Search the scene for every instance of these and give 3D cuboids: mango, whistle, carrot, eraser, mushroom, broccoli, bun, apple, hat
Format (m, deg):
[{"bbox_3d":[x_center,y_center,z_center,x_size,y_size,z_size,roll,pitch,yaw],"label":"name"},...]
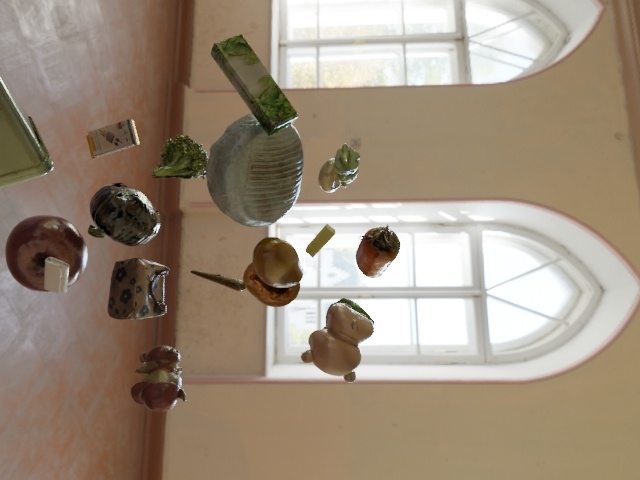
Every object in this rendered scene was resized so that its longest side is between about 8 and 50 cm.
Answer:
[{"bbox_3d":[-0.121,0.075,1.294,0.099,0.136,0.227,46,-3,38],"label":"mango"},{"bbox_3d":[0.089,-0.261,1.466,0.227,0.085,0.105,76,25,-74],"label":"whistle"},{"bbox_3d":[0.282,0.033,2.106,0.193,0.214,0.331,-39,169,-28],"label":"carrot"},{"bbox_3d":[0.000,0.000,1.614,0.122,0.045,0.097,-48,-173,9],"label":"eraser"},{"bbox_3d":[-0.421,0.159,1.777,0.049,0.255,0.049,14,90,-77],"label":"carrot"},{"bbox_3d":[0.060,-0.284,1.923,0.154,0.123,0.154,-54,156,-38],"label":"mushroom"},{"bbox_3d":[-0.618,-0.373,1.921,0.273,0.243,0.180,-13,119,-45],"label":"broccoli"},{"bbox_3d":[-0.205,-0.224,1.359,0.362,0.211,0.361,-26,128,-38],"label":"bun"},{"bbox_3d":[-1.084,0.050,1.728,0.235,0.306,0.305,-136,-137,-67],"label":"apple"},{"bbox_3d":[-0.197,0.196,1.957,0.233,0.245,0.233,64,17,-76],"label":"hat"}]

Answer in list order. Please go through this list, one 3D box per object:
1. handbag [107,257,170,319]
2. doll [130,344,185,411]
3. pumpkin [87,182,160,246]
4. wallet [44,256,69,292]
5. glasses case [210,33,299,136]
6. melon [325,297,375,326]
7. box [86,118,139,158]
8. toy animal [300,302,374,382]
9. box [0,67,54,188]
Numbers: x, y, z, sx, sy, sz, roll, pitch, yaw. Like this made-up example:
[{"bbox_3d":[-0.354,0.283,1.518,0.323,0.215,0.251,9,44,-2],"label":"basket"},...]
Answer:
[{"bbox_3d":[-0.754,0.211,1.818,0.193,0.190,0.251,21,65,-56],"label":"handbag"},{"bbox_3d":[-0.637,0.550,1.717,0.152,0.196,0.255,78,-1,-53],"label":"doll"},{"bbox_3d":[-0.846,-0.087,1.841,0.296,0.296,0.295,0,90,-88],"label":"pumpkin"},{"bbox_3d":[-0.728,0.099,1.195,0.025,0.061,0.122,-86,-158,-49],"label":"wallet"},{"bbox_3d":[-0.180,-0.421,1.182,0.272,0.095,0.062,55,-30,-3],"label":"glasses case"},{"bbox_3d":[0.083,0.350,1.855,0.169,0.129,0.265,58,-37,4],"label":"melon"},{"bbox_3d":[-1.000,-0.485,2.076,0.033,0.248,0.129,54,18,-84],"label":"box"},{"bbox_3d":[0.079,0.347,1.521,0.221,0.210,0.229,-57,-175,31],"label":"toy animal"},{"bbox_3d":[-0.844,-0.351,1.055,0.352,0.178,0.343,43,-30,39],"label":"box"}]
